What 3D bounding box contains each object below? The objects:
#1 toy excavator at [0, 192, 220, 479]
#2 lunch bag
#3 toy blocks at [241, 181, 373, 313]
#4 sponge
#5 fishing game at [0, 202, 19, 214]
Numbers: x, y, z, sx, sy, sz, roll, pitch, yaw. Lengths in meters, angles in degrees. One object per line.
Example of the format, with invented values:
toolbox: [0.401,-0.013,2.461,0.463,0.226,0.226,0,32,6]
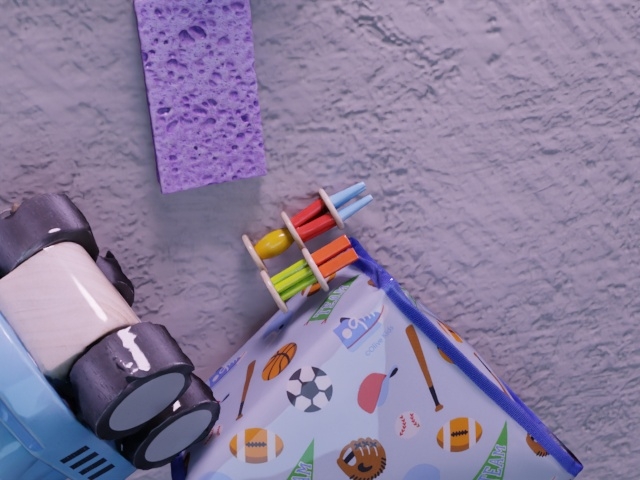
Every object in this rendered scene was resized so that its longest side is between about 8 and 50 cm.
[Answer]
toy excavator: [-0.338,0.218,1.173,0.445,0.222,0.433,-35,158,-9]
lunch bag: [0.067,0.245,1.319,0.328,0.239,0.385,-46,109,4]
toy blocks: [0.000,0.000,1.259,0.148,0.123,0.054,-31,131,-1]
sponge: [-0.123,-0.157,1.211,0.117,0.031,0.210,-10,114,-11]
fishing game: [-0.447,-0.003,1.182,0.264,0.041,0.189,13,112,-18]
